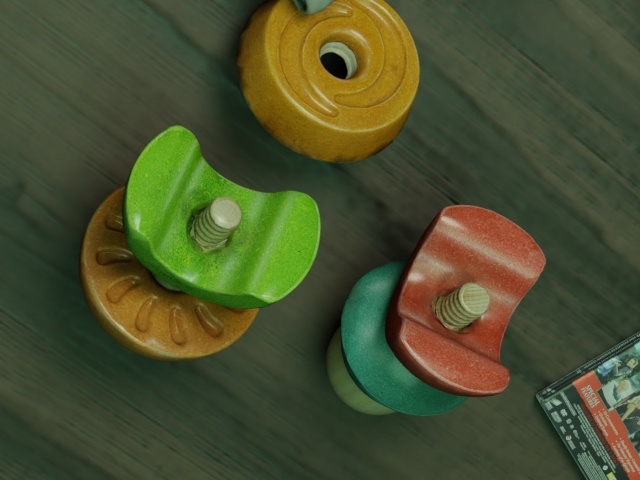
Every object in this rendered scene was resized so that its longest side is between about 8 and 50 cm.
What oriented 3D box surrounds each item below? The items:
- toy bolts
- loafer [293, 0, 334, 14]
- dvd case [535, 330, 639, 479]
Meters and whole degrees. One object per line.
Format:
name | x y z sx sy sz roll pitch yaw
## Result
toy bolts | 0.000 0.000 1.035 0.228 0.158 0.218 32 62 -9
loafer | -0.079 -0.238 0.914 0.319 0.112 0.111 40 83 -21
dvd case | 0.201 0.096 1.143 0.119 0.013 0.087 -32 112 4
